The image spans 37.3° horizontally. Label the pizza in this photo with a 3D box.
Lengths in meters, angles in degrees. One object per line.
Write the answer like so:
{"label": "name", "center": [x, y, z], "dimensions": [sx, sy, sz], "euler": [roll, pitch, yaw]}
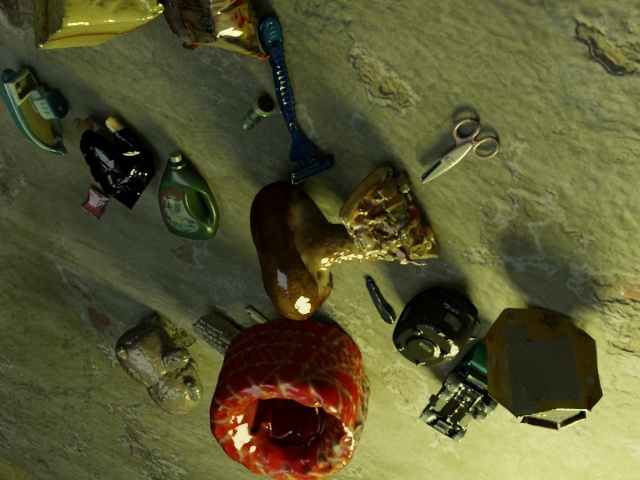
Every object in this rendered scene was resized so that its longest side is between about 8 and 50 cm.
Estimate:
{"label": "pizza", "center": [0.129, -0.023, 1.740], "dimensions": [0.226, 0.147, 0.069], "euler": [60, 173, -23]}

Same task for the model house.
{"label": "model house", "center": [0.414, 0.248, 1.788], "dimensions": [0.208, 0.219, 0.136], "euler": [-7, 149, 7]}

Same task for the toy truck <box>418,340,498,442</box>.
{"label": "toy truck", "center": [0.302, 0.313, 1.960], "dimensions": [0.114, 0.124, 0.253], "euler": [32, 142, 5]}

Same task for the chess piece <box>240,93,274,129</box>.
{"label": "chess piece", "center": [-0.123, -0.237, 1.781], "dimensions": [0.042, 0.042, 0.093], "euler": [43, 146, -9]}

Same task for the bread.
{"label": "bread", "center": [-0.398, -0.474, 1.648], "dimensions": [0.263, 0.199, 0.235], "euler": [3, 102, 63]}

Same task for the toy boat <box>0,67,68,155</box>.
{"label": "toy boat", "center": [-0.602, -0.276, 2.042], "dimensions": [0.102, 0.088, 0.215], "euler": [2, 129, 29]}

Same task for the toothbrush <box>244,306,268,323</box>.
{"label": "toothbrush", "center": [-0.063, 0.259, 2.238], "dimensions": [0.304, 0.030, 0.030], "euler": [41, 140, -6]}

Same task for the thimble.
{"label": "thimble", "center": [-0.067, 0.360, 2.130], "dimensions": [0.350, 0.230, 0.350], "euler": [7, 127, 9]}

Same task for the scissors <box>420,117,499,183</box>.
{"label": "scissors", "center": [0.229, -0.146, 1.633], "dimensions": [0.085, 0.022, 0.176], "euler": [40, 137, -11]}

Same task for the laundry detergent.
{"label": "laundry detergent", "center": [-0.284, -0.098, 2.016], "dimensions": [0.137, 0.063, 0.210], "euler": [16, 135, 19]}

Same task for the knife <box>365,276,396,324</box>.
{"label": "knife", "center": [0.124, 0.126, 1.982], "dimensions": [0.031, 0.018, 0.121], "euler": [-1, 128, 45]}

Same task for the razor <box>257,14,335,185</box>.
{"label": "razor", "center": [-0.062, -0.257, 1.709], "dimensions": [0.056, 0.093, 0.324], "euler": [44, 156, 54]}

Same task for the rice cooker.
{"label": "rice cooker", "center": [0.226, 0.173, 1.877], "dimensions": [0.142, 0.118, 0.203], "euler": [38, 144, -3]}

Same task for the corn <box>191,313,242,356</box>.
{"label": "corn", "center": [-0.211, 0.252, 2.302], "dimensions": [0.211, 0.087, 0.087], "euler": [39, 141, 5]}

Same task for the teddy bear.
{"label": "teddy bear", "center": [-0.409, 0.328, 2.455], "dimensions": [0.267, 0.151, 0.236], "euler": [44, 142, -8]}

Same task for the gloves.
{"label": "gloves", "center": [-0.449, -0.181, 2.018], "dimensions": [0.203, 0.124, 0.164], "euler": [35, 123, -11]}

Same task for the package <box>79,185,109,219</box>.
{"label": "package", "center": [-0.530, -0.090, 2.223], "dimensions": [0.059, 0.029, 0.083], "euler": [35, 132, -5]}

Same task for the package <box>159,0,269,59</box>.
{"label": "package", "center": [-0.202, -0.423, 1.580], "dimensions": [0.223, 0.108, 0.288], "euler": [21, 144, 38]}

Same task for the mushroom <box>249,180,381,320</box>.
{"label": "mushroom", "center": [-0.036, -0.003, 1.817], "dimensions": [0.267, 0.254, 0.267], "euler": [46, 177, 3]}
